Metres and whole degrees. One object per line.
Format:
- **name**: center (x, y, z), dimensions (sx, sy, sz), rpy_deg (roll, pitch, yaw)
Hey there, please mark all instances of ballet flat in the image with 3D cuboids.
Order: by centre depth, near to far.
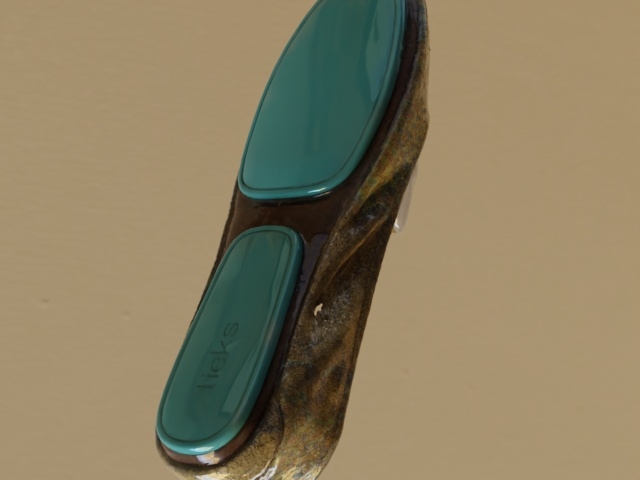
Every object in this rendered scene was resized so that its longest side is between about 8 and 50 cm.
- **ballet flat**: center (0.000, 0.000, 0.946), dimensions (0.123, 0.123, 0.349), rpy_deg (33, -115, -32)
